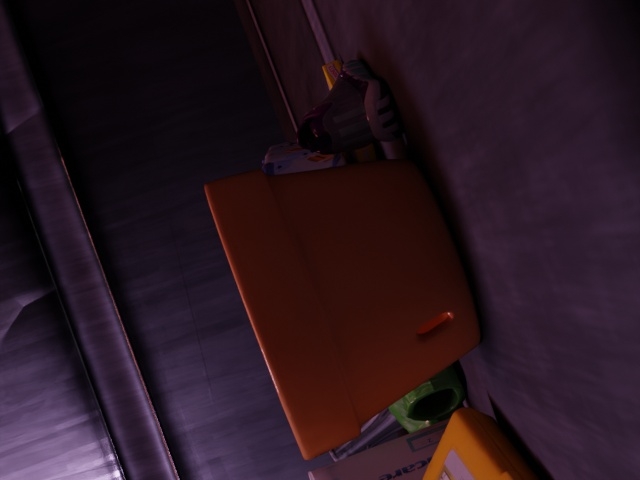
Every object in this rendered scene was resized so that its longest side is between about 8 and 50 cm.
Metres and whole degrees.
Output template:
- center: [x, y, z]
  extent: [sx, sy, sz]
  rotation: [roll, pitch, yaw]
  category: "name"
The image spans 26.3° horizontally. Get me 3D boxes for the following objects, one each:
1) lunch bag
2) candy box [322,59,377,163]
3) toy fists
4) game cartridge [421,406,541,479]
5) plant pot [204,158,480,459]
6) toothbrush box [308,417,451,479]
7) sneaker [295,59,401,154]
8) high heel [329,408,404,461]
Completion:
- center: [0.000, 0.000, 1.699]
  extent: [0.303, 0.115, 0.243]
  rotation: [-80, -23, -76]
  category: "lunch bag"
- center: [0.048, -0.112, 1.679]
  extent: [0.206, 0.027, 0.105]
  rotation: [71, 175, -45]
  category: "candy box"
- center: [0.117, 0.171, 1.724]
  extent: [0.279, 0.096, 0.142]
  rotation: [71, 179, -63]
  category: "toy fists"
- center: [0.128, 0.337, 1.311]
  extent: [0.323, 0.053, 0.285]
  rotation: [-121, 54, -78]
  category: "game cartridge"
- center: [0.028, 0.045, 1.351]
  extent: [0.291, 0.203, 0.291]
  rotation: [159, 90, -87]
  category: "plant pot"
- center: [0.136, 0.387, 1.649]
  extent: [0.126, 0.216, 0.295]
  rotation: [-117, 6, -66]
  category: "toothbrush box"
- center: [0.014, -0.133, 1.416]
  extent: [0.223, 0.098, 0.083]
  rotation: [-125, 15, -80]
  category: "sneaker"
- center: [0.072, 0.213, 2.034]
  extent: [0.093, 0.186, 0.261]
  rotation: [49, -174, -29]
  category: "high heel"
